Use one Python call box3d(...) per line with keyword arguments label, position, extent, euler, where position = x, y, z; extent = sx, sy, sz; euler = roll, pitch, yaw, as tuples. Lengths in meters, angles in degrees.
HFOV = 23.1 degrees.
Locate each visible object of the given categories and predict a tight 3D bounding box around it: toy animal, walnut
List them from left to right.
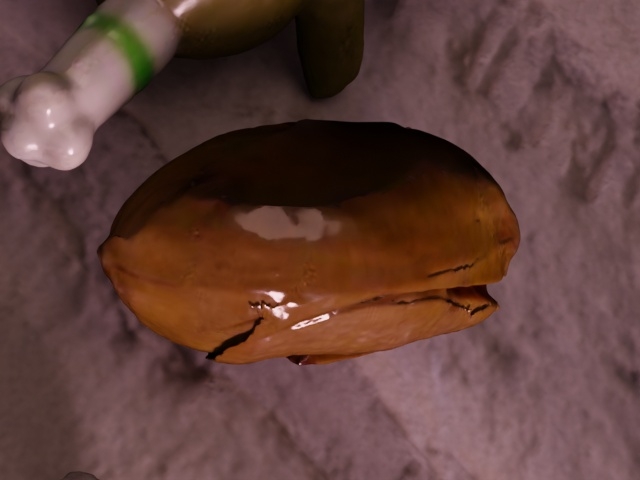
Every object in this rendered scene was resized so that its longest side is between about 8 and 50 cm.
box3d(label="toy animal", position=(-0.050, -0.175, 0.892), extent=(0.363, 0.180, 0.181), euler=(-36, 76, -12))
box3d(label="walnut", position=(0.000, 0.000, 0.831), extent=(0.245, 0.137, 0.137), euler=(-9, 69, -29))

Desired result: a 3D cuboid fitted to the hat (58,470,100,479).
box3d(label="hat", position=(-0.141, 0.164, 0.713), extent=(0.162, 0.094, 0.112), euler=(-45, 114, -41))
